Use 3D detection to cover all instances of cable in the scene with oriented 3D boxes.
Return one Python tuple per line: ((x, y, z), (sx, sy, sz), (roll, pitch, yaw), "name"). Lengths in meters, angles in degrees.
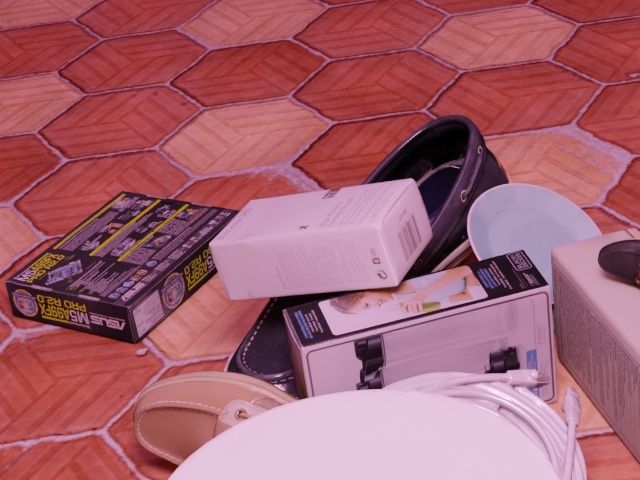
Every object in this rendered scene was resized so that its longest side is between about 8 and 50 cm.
((0.139, 0.244, 1.586), (0.257, 0.089, 0.257), (6, 47, -5), "cable")

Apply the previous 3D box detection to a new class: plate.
((0.266, 0.008, 1.956), (0.188, 0.024, 0.188), (10, 50, -12), "plate")

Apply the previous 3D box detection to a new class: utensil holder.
((0.045, 0.352, 1.198), (0.327, 0.385, 0.327), (-7, 29, 4), "utensil holder")

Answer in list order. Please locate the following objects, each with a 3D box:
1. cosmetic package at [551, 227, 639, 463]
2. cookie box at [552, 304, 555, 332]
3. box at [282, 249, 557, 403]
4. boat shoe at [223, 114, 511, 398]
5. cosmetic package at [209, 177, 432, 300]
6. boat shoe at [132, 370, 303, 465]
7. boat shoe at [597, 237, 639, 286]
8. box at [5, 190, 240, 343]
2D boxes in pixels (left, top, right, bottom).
((0.362, 0.130, 1.729), (0.113, 0.160, 0.309), (-15, 31, -10), "cosmetic package")
((0.312, 0.072, 1.963), (0.107, 0.040, 0.092), (-9, 30, 2), "cookie box")
((0.114, 0.132, 1.789), (0.290, 0.169, 0.087), (-13, 32, -9), "box")
((0.053, 0.023, 1.960), (0.187, 0.156, 0.500), (23, 55, 39), "boat shoe")
((0.000, 0.000, 1.822), (0.231, 0.085, 0.117), (-6, 26, 30), "cosmetic package")
((-0.065, 0.228, 1.714), (0.341, 0.122, 0.110), (7, 33, 23), "boat shoe")
((0.357, 0.030, 1.694), (0.133, 0.049, 0.042), (13, 27, 25), "boat shoe")
((-0.263, 0.030, 2.182), (0.216, 0.060, 0.270), (9, 34, 30), "box")
